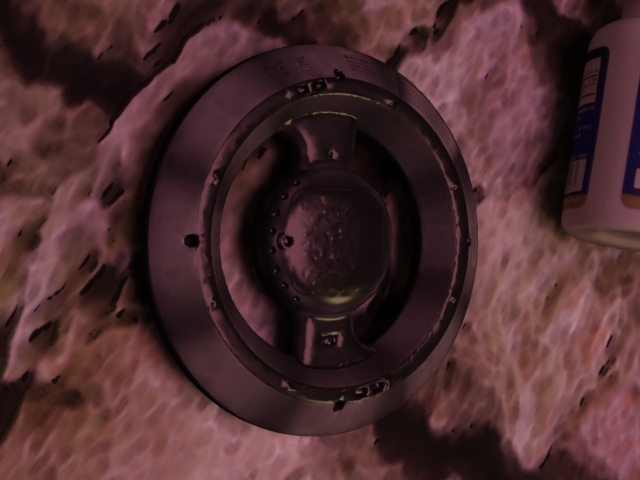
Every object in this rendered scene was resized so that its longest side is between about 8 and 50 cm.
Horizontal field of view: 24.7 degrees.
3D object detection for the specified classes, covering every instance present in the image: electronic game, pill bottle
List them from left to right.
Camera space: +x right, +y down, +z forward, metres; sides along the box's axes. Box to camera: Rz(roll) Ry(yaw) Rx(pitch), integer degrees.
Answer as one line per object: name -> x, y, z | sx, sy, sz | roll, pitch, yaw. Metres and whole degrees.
electronic game -> 0.000, 0.000, 0.855 | 0.229, 0.048, 0.229 | -1, 91, -32
pill bottle -> 0.227, -0.089, 0.964 | 0.112, 0.112, 0.187 | 14, 84, -32
